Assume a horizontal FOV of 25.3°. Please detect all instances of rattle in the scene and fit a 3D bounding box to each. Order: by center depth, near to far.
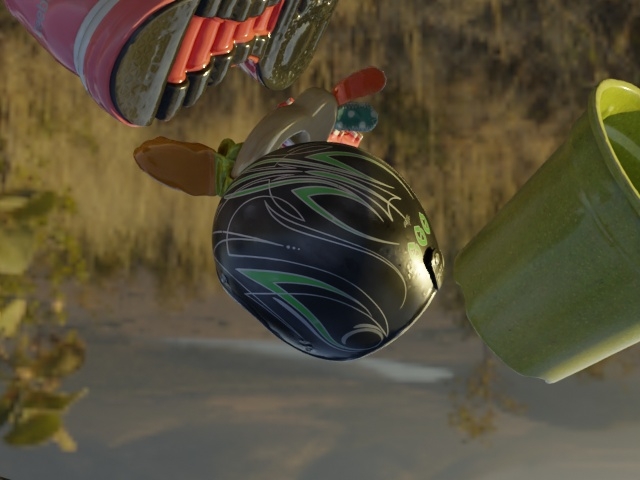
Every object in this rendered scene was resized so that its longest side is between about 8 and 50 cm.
[{"bbox_3d":[-0.051,-0.105,1.337,0.142,0.200,0.130,18,155,39],"label":"rattle"}]

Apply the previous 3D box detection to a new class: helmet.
[{"bbox_3d":[0.000,0.000,1.133,0.161,0.169,0.169,44,146,-25],"label":"helmet"}]

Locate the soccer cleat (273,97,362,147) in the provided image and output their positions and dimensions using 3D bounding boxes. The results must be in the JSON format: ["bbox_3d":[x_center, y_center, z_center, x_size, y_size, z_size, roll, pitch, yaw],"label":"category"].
[{"bbox_3d":[-0.016,-0.130,1.907,0.095,0.083,0.248,-48,167,12],"label":"soccer cleat"}]

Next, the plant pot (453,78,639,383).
[{"bbox_3d":[0.289,0.014,1.507,0.276,0.276,0.254,14,135,-46],"label":"plant pot"}]

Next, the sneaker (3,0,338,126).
[{"bbox_3d":[-0.084,-0.170,0.918,0.136,0.116,0.314,34,-155,15],"label":"sneaker"}]

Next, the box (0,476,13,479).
[{"bbox_3d":[-0.352,0.364,1.567,0.395,0.097,0.318,15,-173,12],"label":"box"}]
